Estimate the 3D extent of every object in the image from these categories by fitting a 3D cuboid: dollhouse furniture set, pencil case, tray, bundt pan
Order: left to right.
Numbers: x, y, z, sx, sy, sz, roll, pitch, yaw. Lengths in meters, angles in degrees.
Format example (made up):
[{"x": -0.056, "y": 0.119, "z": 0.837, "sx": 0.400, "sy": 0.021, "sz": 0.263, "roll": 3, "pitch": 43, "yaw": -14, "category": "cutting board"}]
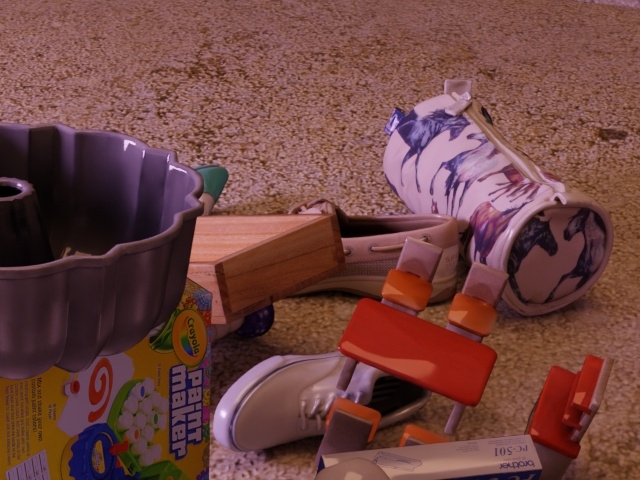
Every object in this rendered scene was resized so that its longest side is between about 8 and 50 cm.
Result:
[{"x": -0.257, "y": 0.014, "z": 1.616, "sx": 0.331, "sy": 0.124, "sz": 0.331, "roll": 2, "pitch": 22, "yaw": -1, "category": "bundt pan"}, {"x": -0.193, "y": 0.032, "z": 2.269, "sx": 0.411, "sy": 0.076, "sz": 0.203, "roll": 1, "pitch": 16, "yaw": 41, "category": "tray"}, {"x": 0.147, "y": 0.132, "z": 1.999, "sx": 0.259, "sy": 0.135, "sz": 0.262, "roll": 22, "pitch": 47, "yaw": 4, "category": "dollhouse furniture set"}, {"x": 0.217, "y": -0.056, "z": 2.508, "sx": 0.160, "sy": 0.183, "sz": 0.410, "roll": -6, "pitch": 24, "yaw": -19, "category": "pencil case"}]

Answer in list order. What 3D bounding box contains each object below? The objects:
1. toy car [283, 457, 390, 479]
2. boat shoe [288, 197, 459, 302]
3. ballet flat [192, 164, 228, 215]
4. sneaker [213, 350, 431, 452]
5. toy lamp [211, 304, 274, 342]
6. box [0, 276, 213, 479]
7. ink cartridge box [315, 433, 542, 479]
[{"x": -0.004, "y": 0.286, "z": 1.746, "sx": 0.182, "sy": 0.159, "sz": 0.136, "roll": -13, "pitch": -11, "yaw": -40, "category": "toy car"}, {"x": 0.000, "y": 0.000, "z": 2.444, "sx": 0.341, "sy": 0.110, "sz": 0.121, "roll": 4, "pitch": 23, "yaw": 4, "category": "boat shoe"}, {"x": -0.202, "y": -0.030, "z": 2.567, "sx": 0.247, "sy": 0.083, "sz": 0.087, "roll": -17, "pitch": 53, "yaw": -38, "category": "ballet flat"}, {"x": 0.008, "y": 0.164, "z": 2.071, "sx": 0.258, "sy": 0.094, "sz": 0.091, "roll": -17, "pitch": 26, "yaw": -39, "category": "sneaker"}, {"x": -0.155, "y": 0.116, "z": 2.196, "sx": 0.080, "sy": 0.080, "sz": 0.275, "roll": 16, "pitch": 27, "yaw": 30, "category": "toy lamp"}, {"x": -0.256, "y": 0.177, "z": 1.762, "sx": 0.279, "sy": 0.290, "sz": 0.177, "roll": -13, "pitch": 27, "yaw": -34, "category": "box"}, {"x": 0.098, "y": 0.237, "z": 1.889, "sx": 0.207, "sy": 0.097, "sz": 0.046, "roll": -5, "pitch": 49, "yaw": -14, "category": "ink cartridge box"}]
